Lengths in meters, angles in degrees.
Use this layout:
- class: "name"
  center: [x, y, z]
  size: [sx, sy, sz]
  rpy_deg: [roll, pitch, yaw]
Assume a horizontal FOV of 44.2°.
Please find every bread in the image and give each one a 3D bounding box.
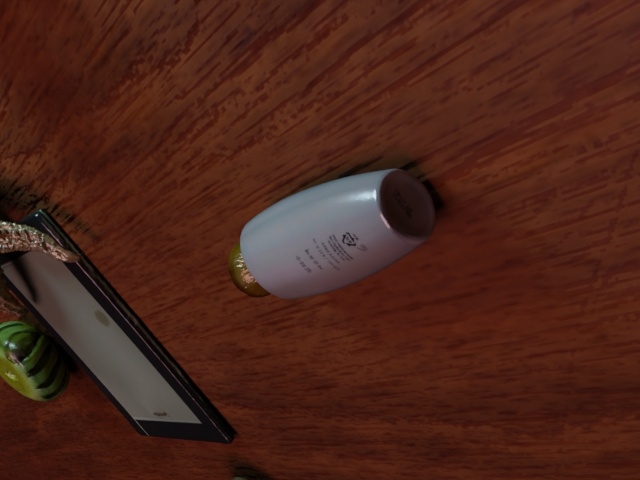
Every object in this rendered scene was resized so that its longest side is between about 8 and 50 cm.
- class: "bread"
  center: [-0.415, 0.169, 1.121]
  size: [0.130, 0.071, 0.139]
  rpy_deg: [18, 141, 37]

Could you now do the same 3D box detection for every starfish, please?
- class: "starfish"
  center: [-0.408, 0.006, 0.898]
  size: [0.301, 0.084, 0.293]
  rpy_deg: [30, 137, -2]

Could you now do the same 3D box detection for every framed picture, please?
- class: "framed picture"
  center: [-0.273, 0.122, 0.974]
  size: [0.265, 0.016, 0.347]
  rpy_deg: [-17, 114, 52]

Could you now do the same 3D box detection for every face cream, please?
- class: "face cream"
  center: [0.000, 0.000, 0.521]
  size: [0.072, 0.051, 0.182]
  rpy_deg: [50, 145, -12]

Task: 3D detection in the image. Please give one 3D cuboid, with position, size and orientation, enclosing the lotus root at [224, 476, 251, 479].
- class: "lotus root"
  center: [-0.087, 0.391, 0.982]
  size: [0.125, 0.118, 0.221]
  rpy_deg: [5, 125, 55]
